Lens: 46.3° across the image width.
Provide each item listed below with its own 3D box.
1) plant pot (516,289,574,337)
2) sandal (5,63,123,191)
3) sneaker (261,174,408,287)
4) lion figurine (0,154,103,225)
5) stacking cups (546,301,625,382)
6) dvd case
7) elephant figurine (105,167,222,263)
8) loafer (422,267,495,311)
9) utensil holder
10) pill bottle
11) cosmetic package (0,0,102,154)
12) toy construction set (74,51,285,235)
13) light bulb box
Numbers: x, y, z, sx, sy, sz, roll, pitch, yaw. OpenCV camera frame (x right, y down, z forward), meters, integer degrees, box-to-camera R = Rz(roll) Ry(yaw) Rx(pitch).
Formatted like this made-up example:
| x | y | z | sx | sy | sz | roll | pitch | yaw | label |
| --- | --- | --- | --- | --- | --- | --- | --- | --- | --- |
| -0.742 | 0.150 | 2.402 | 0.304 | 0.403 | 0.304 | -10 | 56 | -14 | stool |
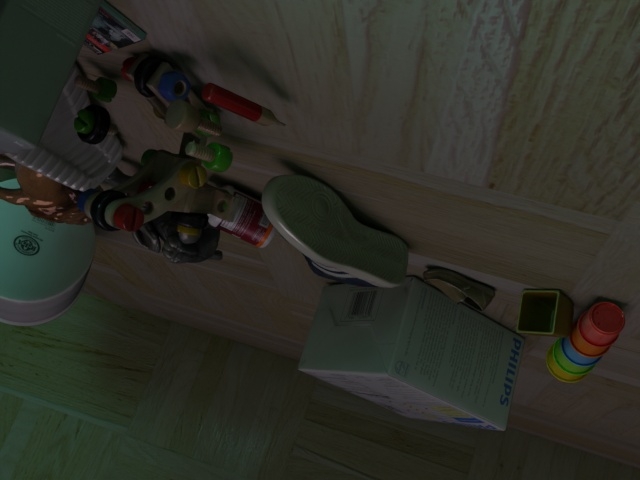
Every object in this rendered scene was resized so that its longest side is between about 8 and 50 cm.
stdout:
| x | y | z | sx | sy | sz | roll | pitch | yaw | label |
| --- | --- | --- | --- | --- | --- | --- | --- | --- | --- |
| 0.428 | 0.142 | 1.397 | 0.083 | 0.082 | 0.081 | 21 | 165 | -37 | plant pot |
| -0.452 | -0.194 | 1.222 | 0.102 | 0.169 | 0.416 | 37 | 165 | 15 | sandal |
| 0.000 | 0.000 | 1.331 | 0.148 | 0.131 | 0.350 | -6 | 149 | 45 | sneaker |
| -0.549 | -0.148 | 1.468 | 0.240 | 0.142 | 0.392 | 14 | 158 | -8 | lion figurine |
| 0.521 | 0.195 | 1.447 | 0.096 | 0.096 | 0.316 | 17 | 158 | 9 | stacking cups |
| -0.300 | -0.287 | 1.001 | 0.119 | 0.013 | 0.087 | 2 | 155 | 45 | dvd case |
| -0.323 | -0.058 | 1.519 | 0.239 | 0.186 | 0.169 | 25 | -153 | 17 | elephant figurine |
| 0.268 | 0.096 | 1.464 | 0.148 | 0.050 | 0.056 | 19 | 162 | 2 | loafer |
| -0.749 | 0.039 | 1.911 | 0.327 | 0.328 | 0.385 | 25 | 160 | -15 | utensil holder |
| -0.158 | -0.052 | 1.417 | 0.152 | 0.086 | 0.086 | 26 | 161 | -16 | pill bottle |
| -0.348 | -0.225 | 0.867 | 0.127 | 0.238 | 0.107 | -1 | 153 | 46 | cosmetic package |
| -0.178 | -0.127 | 1.086 | 0.308 | 0.258 | 0.237 | -10 | 164 | 38 | toy construction set |
| 0.207 | 0.265 | 1.733 | 0.361 | 0.225 | 0.358 | 29 | 159 | -28 | light bulb box |
